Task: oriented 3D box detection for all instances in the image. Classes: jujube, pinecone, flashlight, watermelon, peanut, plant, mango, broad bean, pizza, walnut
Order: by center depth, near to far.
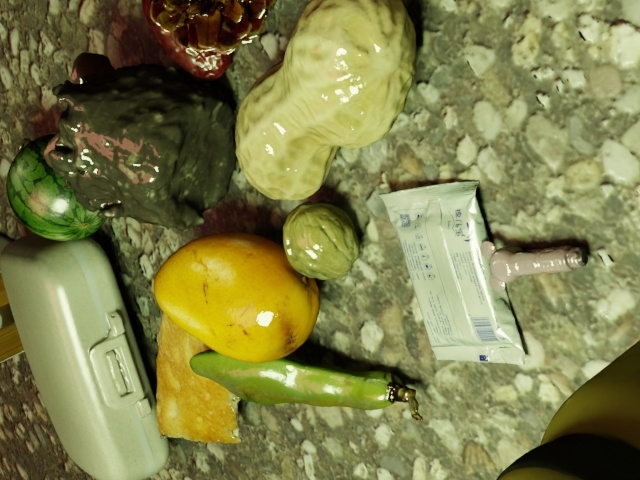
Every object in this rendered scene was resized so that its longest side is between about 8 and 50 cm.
[{"bbox_3d":[0.200,0.019,1.044,0.110,0.031,0.052,-8,103,45],"label":"flashlight"},{"bbox_3d":[0.001,-0.134,1.109,0.136,0.120,0.298,60,144,11],"label":"peanut"},{"bbox_3d":[-0.116,-0.260,1.145,0.140,0.121,0.140,2,100,9],"label":"pinecone"},{"bbox_3d":[0.000,0.000,1.215,0.092,0.092,0.092,25,128,37],"label":"walnut"},{"bbox_3d":[-0.146,-0.239,1.250,0.077,0.077,0.129,-22,104,51],"label":"jujube"},{"bbox_3d":[-0.102,0.062,1.284,0.219,0.112,0.145,10,94,29],"label":"mango"},{"bbox_3d":[-0.218,-0.121,1.299,0.234,0.204,0.178,27,144,24],"label":"plant"},{"bbox_3d":[-0.016,0.162,1.303,0.325,0.075,0.067,3,78,27],"label":"broad bean"},{"bbox_3d":[-0.147,0.156,1.471,0.182,0.073,0.365,41,133,29],"label":"pizza"},{"bbox_3d":[-0.363,-0.084,1.522,0.187,0.140,0.141,47,139,24],"label":"watermelon"}]

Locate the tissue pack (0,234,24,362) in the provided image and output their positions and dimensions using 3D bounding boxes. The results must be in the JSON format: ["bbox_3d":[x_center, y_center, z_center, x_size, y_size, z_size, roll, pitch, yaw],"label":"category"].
[{"bbox_3d":[-0.570,0.111,1.778,0.136,0.246,0.159,25,129,39],"label":"tissue pack"}]

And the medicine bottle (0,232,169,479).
[{"bbox_3d":[-0.350,0.170,1.647,0.282,0.123,0.375,7,115,57],"label":"medicine bottle"}]

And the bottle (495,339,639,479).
[{"bbox_3d":[0.250,0.171,0.820,0.171,0.351,0.172,26,130,36],"label":"bottle"}]

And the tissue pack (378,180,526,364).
[{"bbox_3d":[0.133,0.036,1.130,0.122,0.026,0.193,-5,108,48],"label":"tissue pack"}]
